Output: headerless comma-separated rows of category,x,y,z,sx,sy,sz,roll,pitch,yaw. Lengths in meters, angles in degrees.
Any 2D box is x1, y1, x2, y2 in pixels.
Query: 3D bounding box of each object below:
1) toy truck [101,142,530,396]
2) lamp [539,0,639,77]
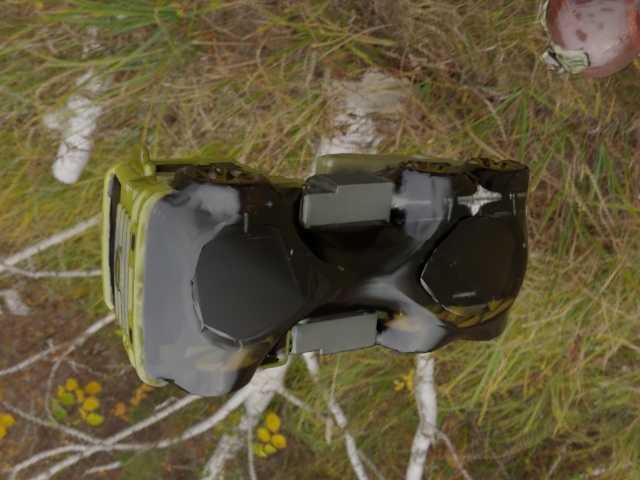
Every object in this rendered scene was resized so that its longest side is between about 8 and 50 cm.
toy truck,0.000,0.000,0.700,0.254,0.405,0.180,26,117,54
lamp,0.401,-0.332,1.054,0.223,0.151,0.215,-39,133,17
